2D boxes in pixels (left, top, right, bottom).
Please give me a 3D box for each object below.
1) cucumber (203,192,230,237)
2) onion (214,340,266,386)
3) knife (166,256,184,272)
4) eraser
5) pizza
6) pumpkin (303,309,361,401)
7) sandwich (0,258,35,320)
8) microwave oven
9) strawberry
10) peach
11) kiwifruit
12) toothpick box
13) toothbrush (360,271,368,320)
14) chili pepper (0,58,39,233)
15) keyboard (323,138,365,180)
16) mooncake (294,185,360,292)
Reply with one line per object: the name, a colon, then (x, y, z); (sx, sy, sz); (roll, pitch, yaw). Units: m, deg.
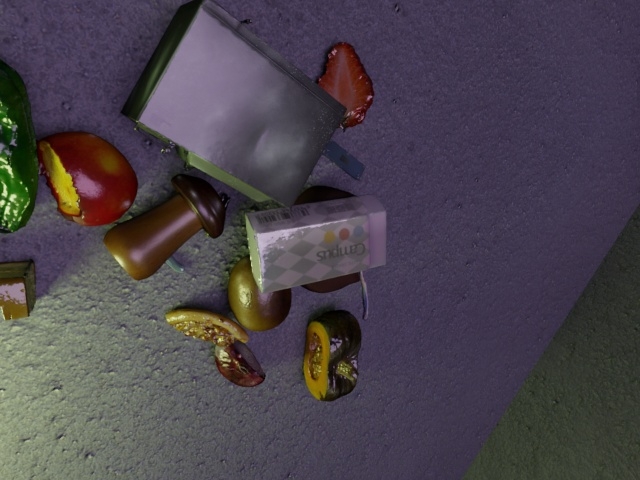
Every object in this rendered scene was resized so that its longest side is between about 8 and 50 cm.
cucumber: (-0.295, -0.070, 1.328); (0.134, 0.033, 0.034); (-58, 163, -1)
onion: (-0.264, 0.395, 1.452); (0.098, 0.151, 0.206); (-36, 106, 1)
knife: (-0.450, 0.020, 1.275); (0.028, 0.015, 0.210); (-43, 122, -6)
eraser: (-0.001, 0.000, 1.299); (0.397, 0.082, 0.213); (-12, 110, -22)
pizza: (-0.327, 0.256, 1.354); (0.246, 0.058, 0.127); (28, 134, -18)
pumpkin: (0.048, 0.403, 1.590); (0.139, 0.222, 0.317); (0, 106, -31)
sandwich: (-0.783, 0.120, 1.047); (0.236, 0.122, 0.128); (-3, 105, -28)
microwave oven: (-0.214, -0.318, 1.164); (0.432, 0.236, 0.374); (30, 90, -35)
strawberry: (0.078, -0.447, 1.388); (0.175, 0.107, 0.235); (23, 94, 2)
peach: (-0.544, -0.142, 1.057); (0.196, 0.190, 0.226); (-48, 131, 10)
kiwifruit: (-0.181, 0.148, 1.380); (0.196, 0.196, 0.233); (-16, 117, -26)
toothpick box: (-0.386, -0.037, 1.185); (0.294, 0.192, 0.192); (-39, 123, -15)
toothbrush: (0.161, 0.178, 1.701); (0.027, 0.021, 0.269); (-14, 114, -21)
chili pepper: (-0.696, -0.204, 0.959); (0.213, 0.167, 0.384); (12, 118, -8)
keyboard: (0.076, -0.261, 1.498); (0.176, 0.014, 0.055); (31, 89, -35)
mooncake: (0.027, -0.013, 1.454); (0.334, 0.174, 0.325); (-19, 111, -23)
